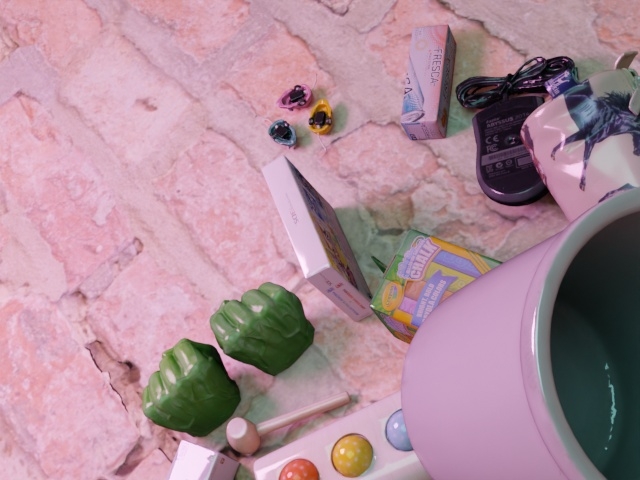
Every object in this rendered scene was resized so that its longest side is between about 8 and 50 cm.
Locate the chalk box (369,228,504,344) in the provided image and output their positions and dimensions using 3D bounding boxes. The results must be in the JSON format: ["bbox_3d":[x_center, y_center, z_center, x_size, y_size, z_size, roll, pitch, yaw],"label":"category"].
[{"bbox_3d":[0.160,0.080,1.349,0.213,0.132,0.132,21,75,31],"label":"chalk box"}]

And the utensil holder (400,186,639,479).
[{"bbox_3d":[0.290,0.148,1.037,0.328,0.385,0.327,3,76,-14],"label":"utensil holder"}]

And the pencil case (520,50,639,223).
[{"bbox_3d":[0.417,-0.032,1.229,0.183,0.160,0.410,-49,61,48],"label":"pencil case"}]

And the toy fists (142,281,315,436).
[{"bbox_3d":[-0.142,0.171,1.430,0.279,0.142,0.096,-40,57,1],"label":"toy fists"}]

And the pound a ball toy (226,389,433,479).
[{"bbox_3d":[0.024,0.274,1.312,0.319,0.136,0.208,-27,58,9],"label":"pound a ball toy"}]

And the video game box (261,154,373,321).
[{"bbox_3d":[0.000,0.000,1.425,0.048,0.187,0.205,-28,57,8],"label":"video game box"}]

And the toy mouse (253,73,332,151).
[{"bbox_3d":[-0.044,-0.206,1.637,0.143,0.031,0.161,-4,64,21],"label":"toy mouse"}]

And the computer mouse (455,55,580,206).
[{"bbox_3d":[0.298,-0.147,1.443,0.189,0.072,0.272,-11,50,21],"label":"computer mouse"}]

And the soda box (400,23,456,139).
[{"bbox_3d":[0.173,-0.253,1.549,0.063,0.058,0.183,-1,65,23],"label":"soda box"}]

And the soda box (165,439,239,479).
[{"bbox_3d":[-0.196,0.400,1.382,0.069,0.074,0.216,13,72,28],"label":"soda box"}]
